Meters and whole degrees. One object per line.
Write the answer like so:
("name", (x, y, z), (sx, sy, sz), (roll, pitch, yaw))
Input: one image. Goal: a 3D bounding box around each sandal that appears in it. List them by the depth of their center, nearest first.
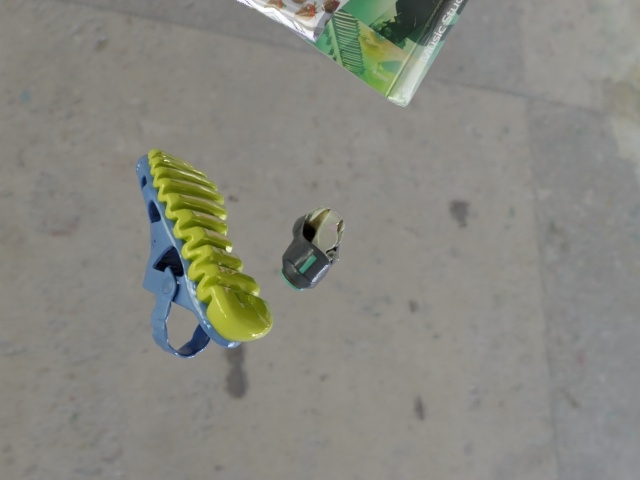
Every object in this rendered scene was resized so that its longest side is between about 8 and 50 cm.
("sandal", (-0.176, 0.020, 1.778), (0.126, 0.138, 0.317), (24, 35, -45))

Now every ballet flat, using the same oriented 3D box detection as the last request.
("ballet flat", (0.000, 0.000, 1.768), (0.074, 0.074, 0.203), (59, 17, -12))

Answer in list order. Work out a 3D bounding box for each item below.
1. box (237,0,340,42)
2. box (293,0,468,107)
("box", (-0.100, -0.322, 1.693), (0.324, 0.067, 0.063), (19, 108, -53))
("box", (0.105, -0.369, 1.877), (0.058, 0.232, 0.322), (11, 112, -50))
